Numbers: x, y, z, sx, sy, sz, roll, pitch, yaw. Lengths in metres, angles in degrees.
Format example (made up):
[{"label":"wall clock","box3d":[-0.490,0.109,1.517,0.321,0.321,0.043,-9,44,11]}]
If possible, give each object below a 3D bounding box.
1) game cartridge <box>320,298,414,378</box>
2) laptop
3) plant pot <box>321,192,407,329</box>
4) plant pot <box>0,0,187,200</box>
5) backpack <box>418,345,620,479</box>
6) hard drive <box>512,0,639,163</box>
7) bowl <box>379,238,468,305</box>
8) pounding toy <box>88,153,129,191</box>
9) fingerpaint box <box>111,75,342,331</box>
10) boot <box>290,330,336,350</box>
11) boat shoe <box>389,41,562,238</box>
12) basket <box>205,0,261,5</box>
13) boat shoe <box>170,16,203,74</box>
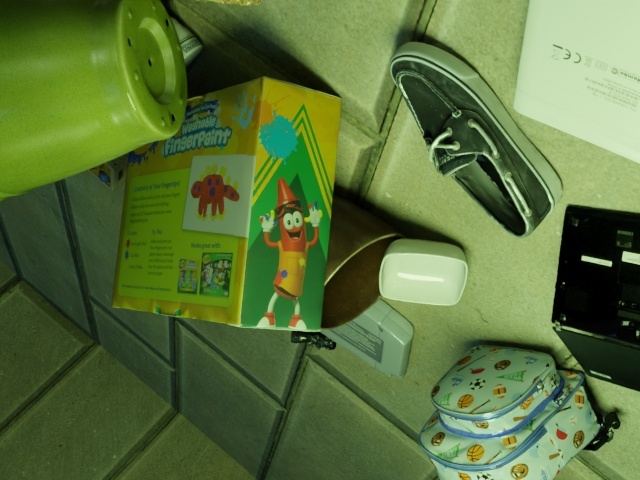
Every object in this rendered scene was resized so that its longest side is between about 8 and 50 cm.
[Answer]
[{"label":"game cartridge","box3d":[0.061,0.157,1.684,0.294,0.060,0.196,32,153,21]},{"label":"laptop","box3d":[0.446,0.097,1.084,0.234,0.137,0.264,13,102,45]},{"label":"plant pot","box3d":[0.000,0.000,1.424,0.230,0.215,0.215,46,156,28]},{"label":"plant pot","box3d":[-0.415,-0.253,1.282,0.353,0.366,0.366,-6,132,15]},{"label":"backpack","box3d":[0.303,0.313,1.360,0.213,0.263,0.277,54,151,-18]},{"label":"hard drive","box3d":[0.326,-0.234,0.822,0.233,0.047,0.353,29,149,25]},{"label":"bowl","box3d":[0.170,0.046,1.351,0.142,0.053,0.142,6,145,4]},{"label":"pounding toy","box3d":[-0.514,-0.198,1.891,0.130,0.100,0.141,40,152,6]},{"label":"fingerpaint box","box3d":[-0.171,-0.049,1.377,0.163,0.370,0.445,9,174,-37]},{"label":"boot","box3d":[-0.008,0.207,1.827,0.099,0.121,0.045,7,106,8]},{"label":"boat shoe","box3d":[0.190,-0.128,1.078,0.301,0.102,0.108,48,152,-8]},{"label":"basket","box3d":[-0.262,-0.413,1.159,0.299,0.213,0.223,24,145,32]},{"label":"boat shoe","box3d":[-0.295,-0.318,1.475,0.084,0.095,0.258,51,141,-6]}]
